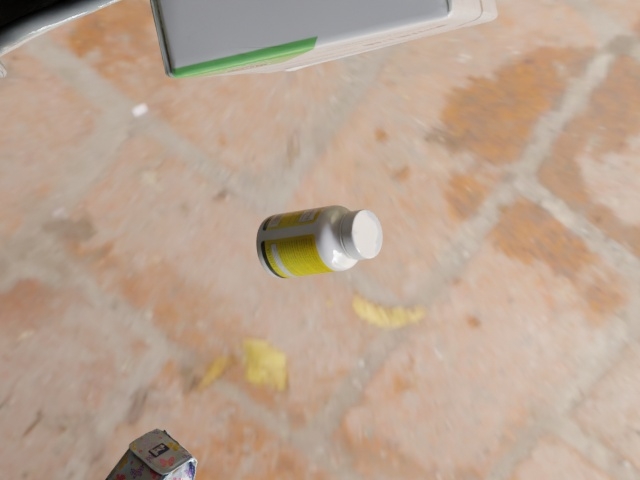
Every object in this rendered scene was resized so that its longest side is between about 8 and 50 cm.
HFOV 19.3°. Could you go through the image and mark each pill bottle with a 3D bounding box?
[{"bbox_3d":[0.000,0.000,1.820,0.116,0.065,0.065,-8,98,39],"label":"pill bottle"}]

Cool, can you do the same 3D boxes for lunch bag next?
[{"bbox_3d":[-0.176,0.245,1.989,0.083,0.071,0.053,-51,139,-2],"label":"lunch bag"}]

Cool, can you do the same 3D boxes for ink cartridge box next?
[{"bbox_3d":[0.008,-0.201,1.426,0.211,0.289,0.122,-12,93,12],"label":"ink cartridge box"}]

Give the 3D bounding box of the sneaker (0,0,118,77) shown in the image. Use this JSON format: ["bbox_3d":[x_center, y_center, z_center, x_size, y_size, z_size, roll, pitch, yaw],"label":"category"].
[{"bbox_3d":[-0.086,-0.184,0.966,0.319,0.112,0.131,-37,56,-17],"label":"sneaker"}]
